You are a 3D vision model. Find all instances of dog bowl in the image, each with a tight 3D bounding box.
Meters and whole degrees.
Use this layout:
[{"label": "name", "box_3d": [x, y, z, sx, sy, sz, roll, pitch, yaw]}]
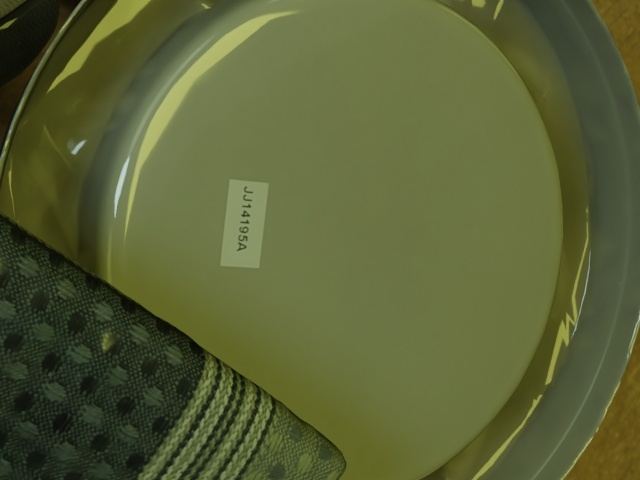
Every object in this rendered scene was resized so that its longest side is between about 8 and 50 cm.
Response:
[{"label": "dog bowl", "box_3d": [0.000, 0.000, 0.592, 0.349, 0.102, 0.349, -4, 98, -28]}]

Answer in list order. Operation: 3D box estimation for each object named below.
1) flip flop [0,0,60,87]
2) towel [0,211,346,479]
[{"label": "flip flop", "box_3d": [-0.250, -0.084, 0.514, 0.277, 0.112, 0.080, -26, 50, -20]}, {"label": "towel", "box_3d": [-0.193, 0.133, 0.448, 0.312, 0.056, 0.324, 37, 90, -28]}]
